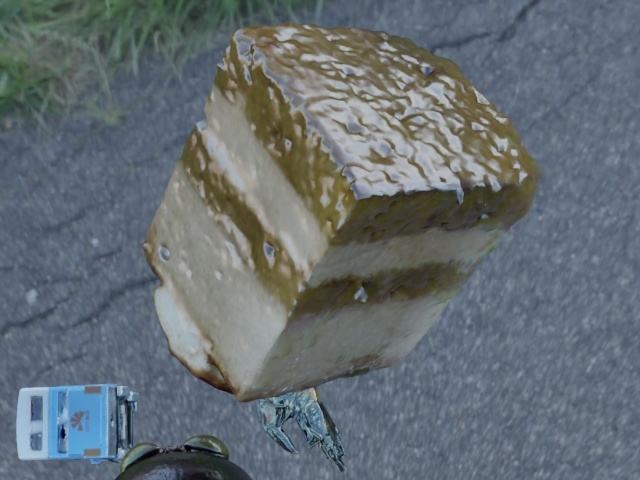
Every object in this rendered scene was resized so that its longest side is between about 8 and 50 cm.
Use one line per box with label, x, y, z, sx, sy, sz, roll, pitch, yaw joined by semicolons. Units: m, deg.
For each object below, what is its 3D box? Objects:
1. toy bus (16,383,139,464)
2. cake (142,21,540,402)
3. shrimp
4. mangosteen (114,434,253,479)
toy bus;-0.312;0.245;1.430;0.131;0.297;0.106;-1;79;-6
cake;0.000;0.000;0.833;0.199;0.293;0.196;-7;48;-42
shrimp;-0.025;0.246;1.433;0.091;0.034;0.161;-33;91;-8
mangosteen;-0.123;0.238;0.930;0.153;0.152;0.152;0;60;0
